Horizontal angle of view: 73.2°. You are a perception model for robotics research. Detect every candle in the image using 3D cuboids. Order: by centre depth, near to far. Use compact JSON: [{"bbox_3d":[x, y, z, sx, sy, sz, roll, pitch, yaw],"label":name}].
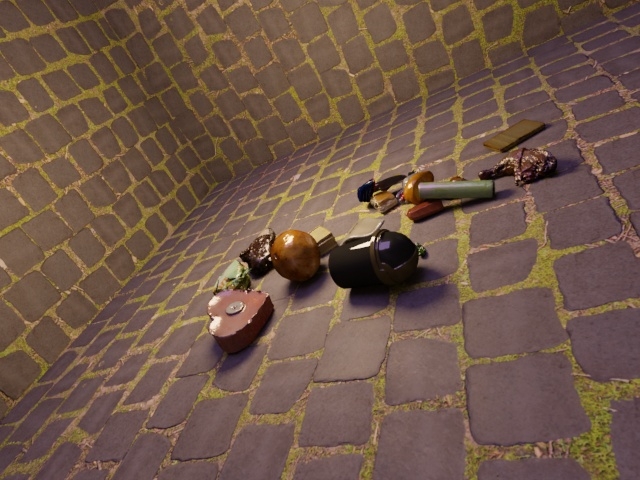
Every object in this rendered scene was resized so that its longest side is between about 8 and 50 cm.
[{"bbox_3d":[-0.339,0.323,1.859,0.287,0.131,0.317,-28,34,-10],"label":"candle"}]

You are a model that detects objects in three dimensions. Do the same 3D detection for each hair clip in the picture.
[{"bbox_3d":[0.184,-0.025,1.930,0.282,0.113,0.172,-6,35,43],"label":"hair clip"}]

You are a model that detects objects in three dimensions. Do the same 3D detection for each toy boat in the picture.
[{"bbox_3d":[0.323,-0.283,2.184,0.318,0.072,0.219,-26,-19,19],"label":"toy boat"}]

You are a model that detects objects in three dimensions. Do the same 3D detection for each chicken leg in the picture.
[{"bbox_3d":[0.820,-0.300,1.790,0.177,0.083,0.322,-51,31,-8],"label":"chicken leg"}]

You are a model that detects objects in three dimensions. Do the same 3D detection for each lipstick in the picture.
[{"bbox_3d":[0.572,-0.213,1.809,0.304,0.076,0.076,0,37,23],"label":"lipstick"}]

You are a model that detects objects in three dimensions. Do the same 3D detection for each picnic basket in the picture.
[{"bbox_3d":[0.000,0.000,2.123,0.115,0.079,0.164,-33,26,-9],"label":"picnic basket"}]

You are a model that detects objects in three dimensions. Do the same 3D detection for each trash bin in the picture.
[{"bbox_3d":[0.208,0.071,1.616,0.333,0.214,0.214,-13,30,41],"label":"trash bin"}]

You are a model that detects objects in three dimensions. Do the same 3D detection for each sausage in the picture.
[{"bbox_3d":[0.453,-0.133,1.889,0.169,0.065,0.065,-23,26,16],"label":"sausage"}]

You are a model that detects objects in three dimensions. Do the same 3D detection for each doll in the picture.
[{"bbox_3d":[0.446,-0.267,2.136,0.102,0.075,0.228,13,56,27],"label":"doll"}]

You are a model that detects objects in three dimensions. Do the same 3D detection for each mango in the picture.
[{"bbox_3d":[0.461,-0.254,2.012,0.102,0.141,0.217,8,42,45],"label":"mango"}]

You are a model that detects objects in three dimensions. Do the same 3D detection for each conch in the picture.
[{"bbox_3d":[0.576,-0.224,1.920,0.086,0.080,0.232,-35,-2,-40],"label":"conch"}]

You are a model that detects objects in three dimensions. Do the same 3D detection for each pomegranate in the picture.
[{"bbox_3d":[-0.109,0.070,1.950,0.248,0.248,0.248,-25,26,13],"label":"pomegranate"}]

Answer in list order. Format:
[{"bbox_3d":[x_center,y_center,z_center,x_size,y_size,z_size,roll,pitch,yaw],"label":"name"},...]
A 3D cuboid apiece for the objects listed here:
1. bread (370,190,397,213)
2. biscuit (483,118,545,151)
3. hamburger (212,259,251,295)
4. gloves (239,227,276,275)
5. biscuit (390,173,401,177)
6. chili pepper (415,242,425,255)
[{"bbox_3d":[0.310,-0.198,2.142,0.106,0.082,0.125,-39,23,-1],"label":"bread"},{"bbox_3d":[0.934,-0.507,2.090,0.254,0.029,0.172,-30,26,1],"label":"biscuit"},{"bbox_3d":[-0.426,0.207,2.164,0.235,0.125,0.214,-31,31,8],"label":"hamburger"},{"bbox_3d":[-0.321,0.061,2.301,0.210,0.135,0.312,-24,28,1],"label":"gloves"},{"bbox_3d":[0.408,-0.335,2.357,0.084,0.023,0.084,-26,25,13],"label":"biscuit"},{"bbox_3d":[0.392,0.038,1.693,0.030,0.034,0.091,-58,17,23],"label":"chili pepper"}]
